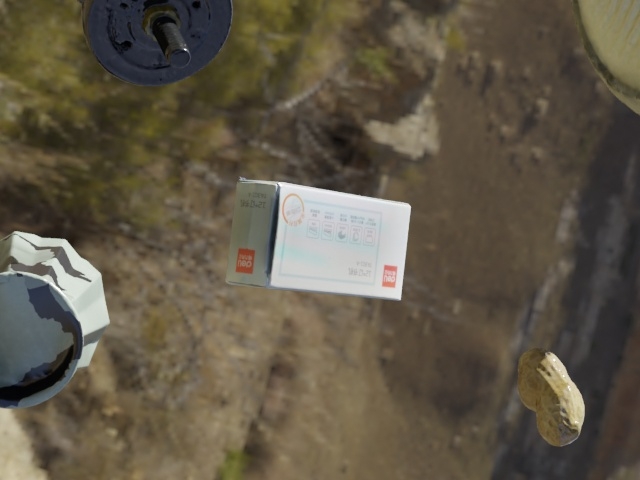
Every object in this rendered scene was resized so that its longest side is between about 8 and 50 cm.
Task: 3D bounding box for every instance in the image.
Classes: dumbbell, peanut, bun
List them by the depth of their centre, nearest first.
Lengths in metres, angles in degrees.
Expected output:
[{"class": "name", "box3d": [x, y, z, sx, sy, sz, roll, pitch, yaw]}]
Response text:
[{"class": "peanut", "box3d": [0.218, 0.148, 1.471, 0.113, 0.053, 0.054, -109, -167, -46]}, {"class": "dumbbell", "box3d": [-0.175, -0.252, 1.513, 0.325, 0.143, 0.143, -118, -156, -50]}, {"class": "bun", "box3d": [0.407, -0.268, 1.655, 0.146, 0.287, 0.287, 8, 96, -55]}]

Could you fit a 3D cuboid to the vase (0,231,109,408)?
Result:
[{"class": "vase", "box3d": [-0.280, 0.077, 1.453, 0.360, 0.165, 0.165, -164, -92, -82]}]

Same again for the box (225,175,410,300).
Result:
[{"class": "box", "box3d": [0.000, 0.000, 1.969, 0.269, 0.079, 0.135, 7, 89, -48]}]
